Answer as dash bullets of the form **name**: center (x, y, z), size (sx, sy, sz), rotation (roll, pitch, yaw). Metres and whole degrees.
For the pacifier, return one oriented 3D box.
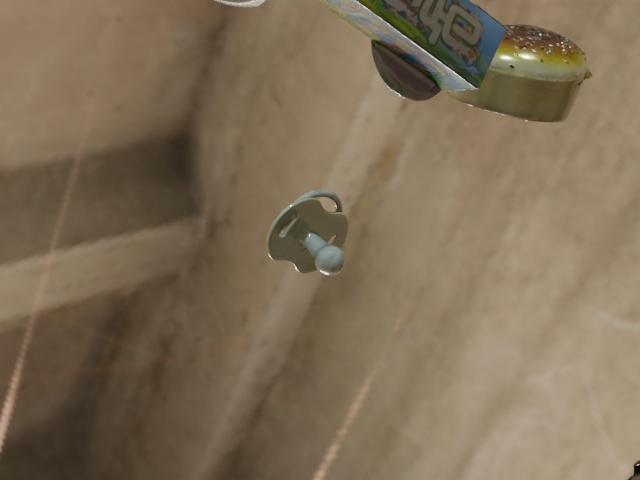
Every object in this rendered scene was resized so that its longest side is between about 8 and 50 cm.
- **pacifier**: center (0.000, 0.000, 1.260), size (0.068, 0.064, 0.083), rotation (-51, -39, 8)

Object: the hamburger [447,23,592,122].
- **hamburger**: center (0.181, -0.155, 1.484), size (0.141, 0.126, 0.081), rotation (1, -73, -48)

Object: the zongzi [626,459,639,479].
- **zongzi**: center (0.317, 0.346, 1.792), size (0.432, 0.208, 0.403), rotation (-6, -27, 12)

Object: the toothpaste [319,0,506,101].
- **toothpaste**: center (0.032, -0.159, 1.075), size (0.193, 0.044, 0.070), rotation (32, -103, -29)

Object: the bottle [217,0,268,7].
- **bottle**: center (0.022, -0.272, 0.847), size (0.330, 0.093, 0.093), rotation (-57, -27, -20)
